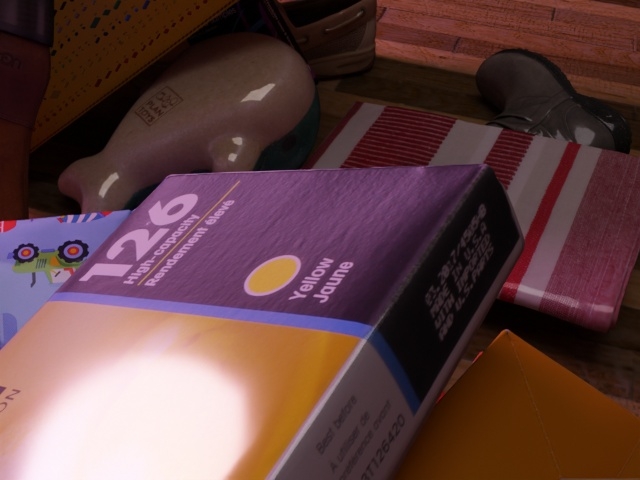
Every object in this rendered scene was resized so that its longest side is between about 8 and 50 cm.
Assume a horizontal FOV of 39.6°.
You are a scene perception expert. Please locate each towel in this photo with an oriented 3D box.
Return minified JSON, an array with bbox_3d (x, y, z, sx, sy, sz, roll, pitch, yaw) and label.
[{"bbox_3d":[0.139,-0.036,0.856,0.329,0.037,0.237,15,43,21],"label":"towel"}]

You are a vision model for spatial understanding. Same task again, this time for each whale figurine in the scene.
[{"bbox_3d":[-0.122,-0.091,0.898,0.272,0.141,0.216,-38,45,-13],"label":"whale figurine"}]

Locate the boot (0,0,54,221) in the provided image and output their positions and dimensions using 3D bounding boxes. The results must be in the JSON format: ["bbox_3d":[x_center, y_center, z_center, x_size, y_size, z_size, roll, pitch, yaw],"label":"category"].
[{"bbox_3d":[-0.360,-0.088,0.752,0.264,0.280,0.096,8,5,-4],"label":"boot"}]

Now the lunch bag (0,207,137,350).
[{"bbox_3d":[-0.202,0.130,0.577,0.221,0.138,0.293,-6,46,-14],"label":"lunch bag"}]

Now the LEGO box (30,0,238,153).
[{"bbox_3d":[-0.213,-0.349,0.942,0.500,0.193,0.372,-32,35,14],"label":"LEGO box"}]

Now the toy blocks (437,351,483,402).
[{"bbox_3d":[0.112,0.118,0.674,0.123,0.054,0.148,-15,40,-24],"label":"toy blocks"}]

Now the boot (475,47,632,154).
[{"bbox_3d":[0.221,-0.141,1.029,0.161,0.083,0.246,-21,41,-23],"label":"boot"}]

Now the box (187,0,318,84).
[{"bbox_3d":[-0.090,-0.223,0.998,0.116,0.162,0.029,-15,25,35],"label":"box"}]

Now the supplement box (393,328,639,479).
[{"bbox_3d":[0.068,0.189,0.437,0.129,0.194,0.191,35,44,20],"label":"supplement box"}]

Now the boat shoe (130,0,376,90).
[{"bbox_3d":[-0.081,-0.258,1.121,0.341,0.110,0.121,-18,42,-28],"label":"boat shoe"}]

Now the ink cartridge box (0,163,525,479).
[{"bbox_3d":[-0.103,0.078,0.416,0.307,0.072,0.303,2,44,40],"label":"ink cartridge box"}]
